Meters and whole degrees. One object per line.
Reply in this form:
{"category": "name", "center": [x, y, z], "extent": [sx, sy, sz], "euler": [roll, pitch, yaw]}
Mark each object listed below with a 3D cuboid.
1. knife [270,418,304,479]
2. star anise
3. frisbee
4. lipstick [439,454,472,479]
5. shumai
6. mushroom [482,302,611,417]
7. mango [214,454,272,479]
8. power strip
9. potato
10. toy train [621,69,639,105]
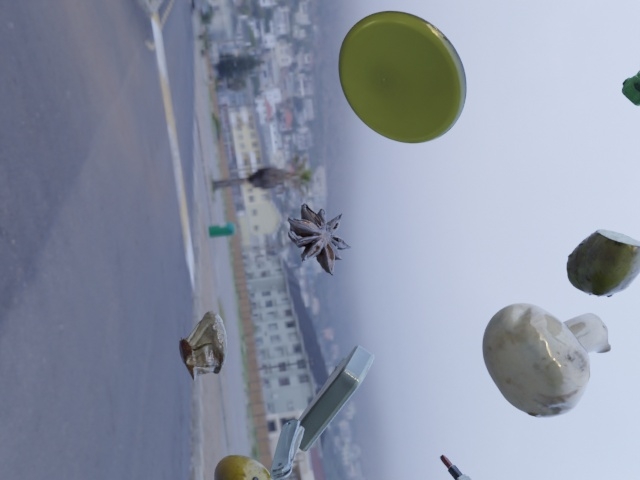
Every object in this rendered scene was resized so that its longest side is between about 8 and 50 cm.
{"category": "knife", "center": [-0.055, 0.355, 1.283], "extent": [0.162, 0.044, 0.023], "euler": [-71, 145, -73]}
{"category": "star anise", "center": [0.000, 0.000, 1.880], "extent": [0.065, 0.182, 0.195], "euler": [-35, -115, 45]}
{"category": "frisbee", "center": [0.129, -0.263, 1.236], "extent": [0.017, 0.236, 0.236], "euler": [-49, 148, -41]}
{"category": "lipstick", "center": [0.262, 0.449, 1.423], "extent": [0.107, 0.025, 0.025], "euler": [49, -32, 39]}
{"category": "shumai", "center": [-0.348, 0.304, 2.174], "extent": [0.201, 0.120, 0.201], "euler": [180, -90, -65]}
{"category": "mushroom", "center": [0.617, 0.301, 2.019], "extent": [0.314, 0.336, 0.314], "euler": [42, -40, 48]}
{"category": "mango", "center": [-0.163, 0.515, 1.557], "extent": [0.195, 0.098, 0.137], "euler": [-9, -81, 55]}
{"category": "power strip", "center": [0.036, 0.339, 1.690], "extent": [0.265, 0.059, 0.193], "euler": [-56, 177, 30]}
{"category": "potato", "center": [0.737, 0.053, 1.912], "extent": [0.298, 0.141, 0.176], "euler": [135, -41, -74]}
{"category": "toy train", "center": [0.893, -0.439, 2.029], "extent": [0.099, 0.149, 0.081], "euler": [46, 20, 8]}
